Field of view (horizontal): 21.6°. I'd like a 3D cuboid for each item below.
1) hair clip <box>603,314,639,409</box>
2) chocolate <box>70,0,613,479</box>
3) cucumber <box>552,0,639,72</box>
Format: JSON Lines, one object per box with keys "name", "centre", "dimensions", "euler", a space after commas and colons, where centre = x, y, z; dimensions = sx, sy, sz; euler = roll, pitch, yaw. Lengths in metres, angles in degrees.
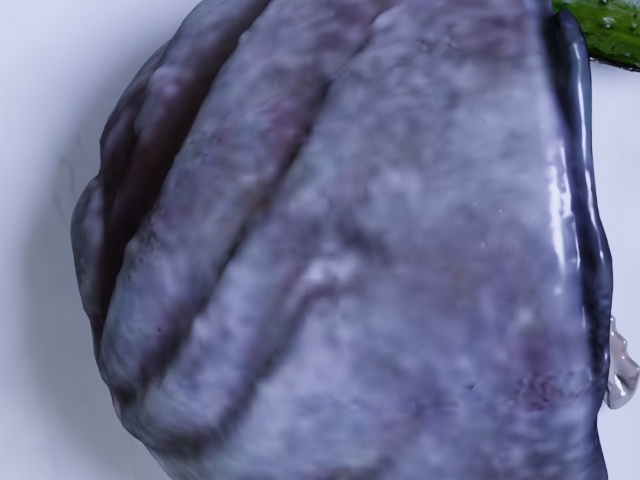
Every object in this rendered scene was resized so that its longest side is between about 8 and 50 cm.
{"name": "hair clip", "centre": [0.128, -0.007, 0.920], "dimensions": [0.034, 0.072, 0.226], "euler": [-29, 119, -19]}
{"name": "chocolate", "centre": [0.000, 0.000, 0.736], "dimensions": [0.213, 0.303, 0.303], "euler": [-9, 102, 0]}
{"name": "cucumber", "centre": [0.120, -0.135, 0.876], "dimensions": [0.227, 0.069, 0.069], "euler": [17, 88, -22]}
